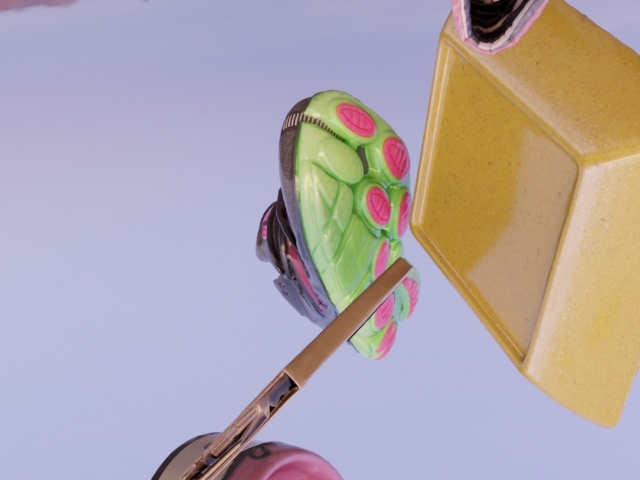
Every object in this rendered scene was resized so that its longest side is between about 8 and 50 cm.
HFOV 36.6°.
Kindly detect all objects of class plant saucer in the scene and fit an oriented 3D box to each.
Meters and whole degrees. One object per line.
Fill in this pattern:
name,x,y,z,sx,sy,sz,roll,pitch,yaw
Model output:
plant saucer,0.180,-0.043,0.883,0.081,0.333,0.333,-11,-140,-21

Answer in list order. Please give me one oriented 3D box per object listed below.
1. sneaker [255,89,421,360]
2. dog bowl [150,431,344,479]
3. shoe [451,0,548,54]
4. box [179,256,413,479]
sneaker,0.000,0.000,1.160,0.202,0.483,0.185,22,-116,19
dog bowl,-0.073,0.459,1.310,0.150,0.408,0.408,-14,-167,31
shoe,0.112,-0.186,0.503,0.063,0.178,0.081,13,-136,-5
box,-0.015,0.105,0.775,0.164,0.021,0.201,-49,173,36
